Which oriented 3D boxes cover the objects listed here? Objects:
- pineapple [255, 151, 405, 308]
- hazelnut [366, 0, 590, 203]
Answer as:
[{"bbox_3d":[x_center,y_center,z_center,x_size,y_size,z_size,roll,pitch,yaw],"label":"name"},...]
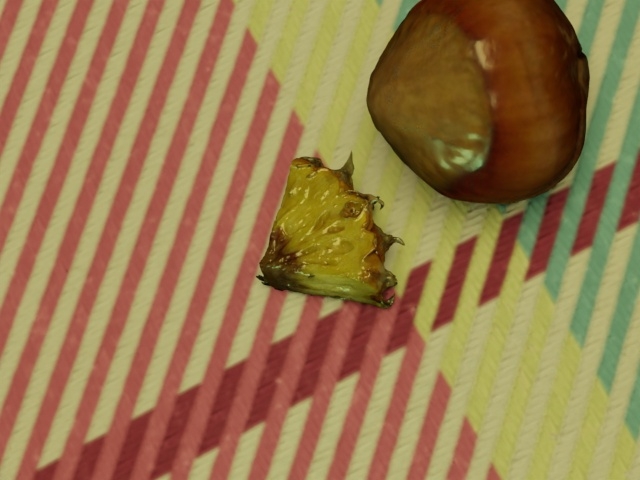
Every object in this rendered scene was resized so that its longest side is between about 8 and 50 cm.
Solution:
[{"bbox_3d":[0.000,0.000,1.543,0.116,0.069,0.137,-30,63,2],"label":"pineapple"},{"bbox_3d":[0.121,-0.114,1.512,0.182,0.182,0.182,-2,73,6],"label":"hazelnut"}]
